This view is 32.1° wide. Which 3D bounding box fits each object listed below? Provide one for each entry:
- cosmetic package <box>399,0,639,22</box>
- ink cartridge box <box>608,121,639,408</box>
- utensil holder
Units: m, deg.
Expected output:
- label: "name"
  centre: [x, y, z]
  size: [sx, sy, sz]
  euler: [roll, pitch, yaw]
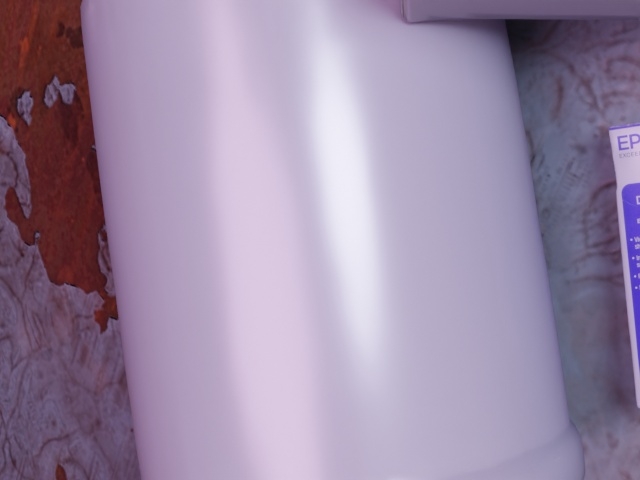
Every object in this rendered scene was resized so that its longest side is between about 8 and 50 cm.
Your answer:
- label: "cosmetic package"
  centre: [0.224, -0.227, 0.596]
  size: [0.365, 0.155, 0.197]
  euler: [0, 85, 5]
- label: "ink cartridge box"
  centre: [0.309, 0.010, 0.754]
  size: [0.206, 0.045, 0.208]
  euler: [-6, 91, 36]
- label: "utensil holder"
  centre: [0.000, 0.000, 0.815]
  size: [0.327, 0.327, 0.386]
  euler: [-9, 91, 38]
